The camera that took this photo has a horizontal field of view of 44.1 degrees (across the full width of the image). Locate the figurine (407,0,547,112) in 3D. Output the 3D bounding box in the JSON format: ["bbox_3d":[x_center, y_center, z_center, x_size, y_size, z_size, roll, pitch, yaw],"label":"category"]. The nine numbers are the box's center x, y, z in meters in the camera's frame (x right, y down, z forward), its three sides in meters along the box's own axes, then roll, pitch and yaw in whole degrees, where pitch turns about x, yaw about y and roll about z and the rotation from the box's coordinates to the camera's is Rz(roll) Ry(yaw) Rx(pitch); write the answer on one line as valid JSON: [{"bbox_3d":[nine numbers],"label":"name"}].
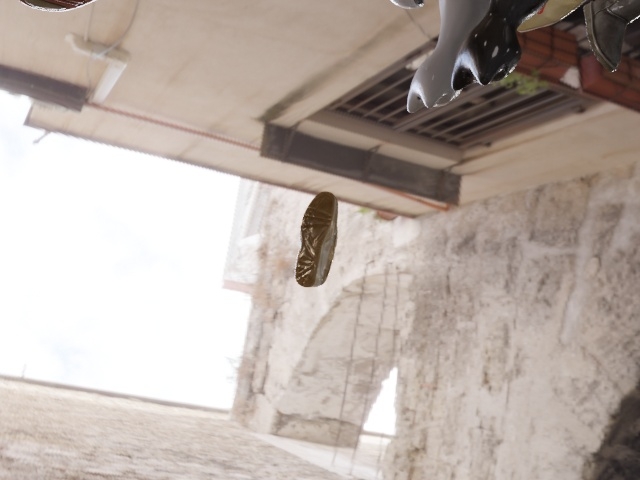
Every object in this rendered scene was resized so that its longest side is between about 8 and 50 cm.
[{"bbox_3d":[0.177,-0.245,0.888,0.092,0.215,0.209,26,-99,-13],"label":"figurine"}]

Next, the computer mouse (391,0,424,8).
[{"bbox_3d":[0.134,-0.465,1.392,0.042,0.106,0.193,-58,-33,-11],"label":"computer mouse"}]

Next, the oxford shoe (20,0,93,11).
[{"bbox_3d":[-0.289,-0.457,1.036,0.140,0.397,0.146,5,-120,-47],"label":"oxford shoe"}]

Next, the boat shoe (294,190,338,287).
[{"bbox_3d":[0.000,0.000,1.379,0.059,0.063,0.170,16,-91,-57],"label":"boat shoe"}]

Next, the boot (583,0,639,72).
[{"bbox_3d":[0.600,-0.436,1.470,0.076,0.208,0.189,22,-126,-40],"label":"boot"}]

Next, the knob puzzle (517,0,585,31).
[{"bbox_3d":[0.377,-0.444,1.335,0.030,0.213,0.213,4,-99,-54],"label":"knob puzzle"}]
